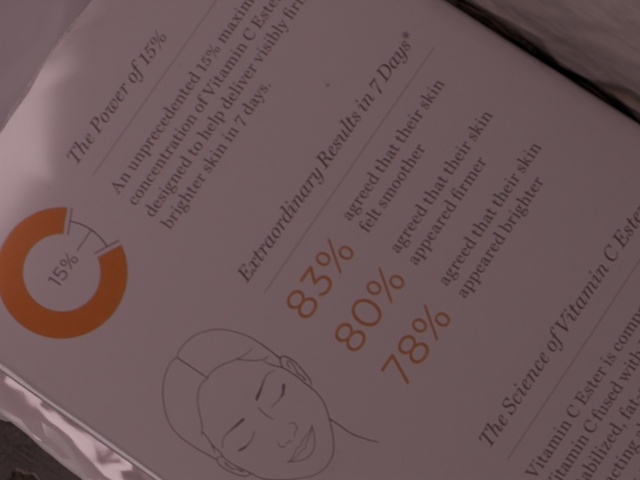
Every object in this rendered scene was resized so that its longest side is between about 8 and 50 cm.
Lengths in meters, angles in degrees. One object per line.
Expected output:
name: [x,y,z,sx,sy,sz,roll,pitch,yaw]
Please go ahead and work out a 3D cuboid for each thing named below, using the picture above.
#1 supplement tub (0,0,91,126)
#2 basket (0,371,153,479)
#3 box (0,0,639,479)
supplement tub: [-0.224,-0.134,0.762,0.207,0.207,0.338,36,175,-16]
basket: [0.037,0.093,0.887,0.328,0.266,0.331,33,174,14]
box: [0.038,0.036,0.611,0.345,0.215,0.168,34,176,6]
